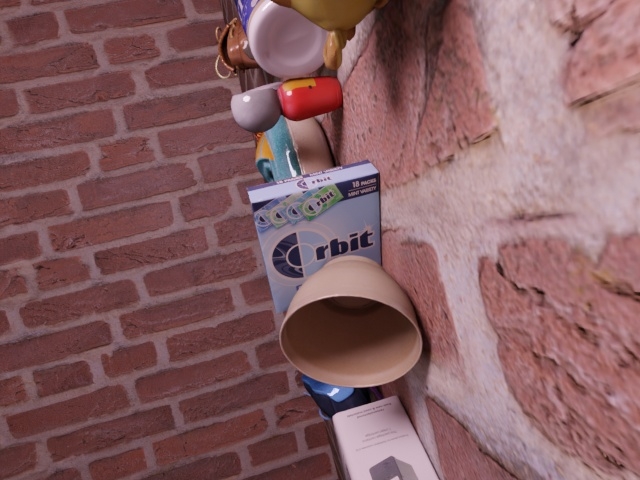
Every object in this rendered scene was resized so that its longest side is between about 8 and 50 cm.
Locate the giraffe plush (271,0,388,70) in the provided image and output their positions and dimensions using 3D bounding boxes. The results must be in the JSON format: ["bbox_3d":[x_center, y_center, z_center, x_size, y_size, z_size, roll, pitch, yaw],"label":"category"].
[{"bbox_3d":[0.000,-0.232,0.318,0.210,0.181,0.170,41,180,3],"label":"giraffe plush"}]

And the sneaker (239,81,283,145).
[{"bbox_3d":[-0.111,-0.264,1.057,0.321,0.124,0.180,-88,-19,-82],"label":"sneaker"}]

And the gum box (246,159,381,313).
[{"bbox_3d":[0.000,0.000,0.573,0.041,0.157,0.184,-116,15,-52],"label":"gum box"}]

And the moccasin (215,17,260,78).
[{"bbox_3d":[-0.208,-0.497,1.133,0.380,0.147,0.139,-117,15,-55],"label":"moccasin"}]

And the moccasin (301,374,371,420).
[{"bbox_3d":[0.032,0.310,0.887,0.117,0.137,0.342,59,179,4],"label":"moccasin"}]

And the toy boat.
[{"bbox_3d":[-0.053,-0.143,0.712,0.318,0.148,0.267,97,158,-68],"label":"toy boat"}]

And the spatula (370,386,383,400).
[{"bbox_3d":[0.063,0.169,0.757,0.084,0.030,0.296,-117,9,-57],"label":"spatula"}]

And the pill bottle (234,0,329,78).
[{"bbox_3d":[-0.056,-0.315,0.580,0.112,0.112,0.187,88,165,-55],"label":"pill bottle"}]

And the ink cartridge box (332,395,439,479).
[{"bbox_3d":[0.114,0.404,0.624,0.273,0.114,0.198,-116,14,-56],"label":"ink cartridge box"}]

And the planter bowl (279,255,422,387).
[{"bbox_3d":[0.038,0.088,0.538,0.109,0.162,0.162,-82,-12,-52],"label":"planter bowl"}]
